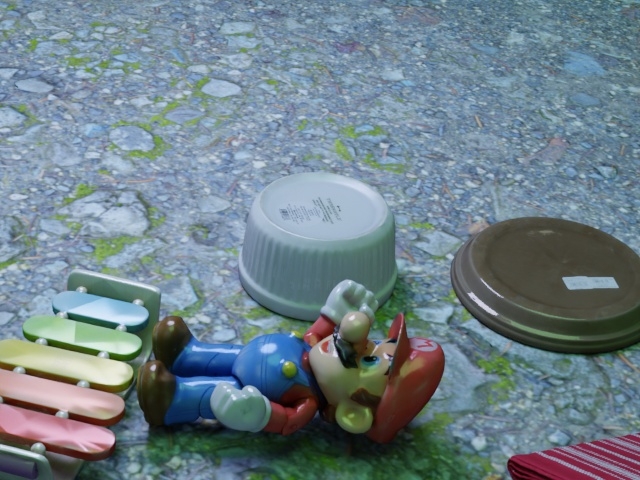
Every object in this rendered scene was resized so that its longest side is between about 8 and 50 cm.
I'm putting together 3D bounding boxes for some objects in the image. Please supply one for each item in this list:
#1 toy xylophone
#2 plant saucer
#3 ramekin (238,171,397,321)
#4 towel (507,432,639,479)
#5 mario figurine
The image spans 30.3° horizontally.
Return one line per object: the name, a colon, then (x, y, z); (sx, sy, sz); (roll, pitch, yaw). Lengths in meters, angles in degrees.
toy xylophone: (-0.306, 0.148, 1.264); (0.236, 0.081, 0.322); (7, 33, 4)
plant saucer: (0.309, 0.046, 1.539); (0.278, 0.041, 0.278); (4, 33, -3)
ramekin: (0.000, 0.000, 1.504); (0.207, 0.109, 0.207); (4, 34, -2)
towel: (0.351, 0.231, 1.205); (0.275, 0.031, 0.199); (-6, 5, -18)
mario figurine: (-0.028, 0.118, 1.259); (0.321, 0.170, 0.198); (-1, 68, 5)
